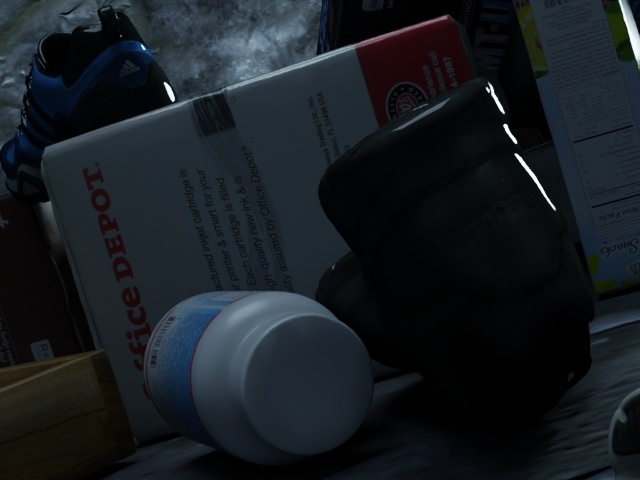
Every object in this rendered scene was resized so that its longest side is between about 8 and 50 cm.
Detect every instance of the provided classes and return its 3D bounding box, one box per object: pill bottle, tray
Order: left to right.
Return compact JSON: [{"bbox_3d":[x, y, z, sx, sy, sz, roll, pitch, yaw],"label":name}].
[{"bbox_3d":[-0.324,0.156,0.891,0.411,0.076,0.203,-12,6,45],"label":"tray"},{"bbox_3d":[-0.032,0.069,0.708,0.087,0.087,0.160,-19,5,-20],"label":"pill bottle"}]

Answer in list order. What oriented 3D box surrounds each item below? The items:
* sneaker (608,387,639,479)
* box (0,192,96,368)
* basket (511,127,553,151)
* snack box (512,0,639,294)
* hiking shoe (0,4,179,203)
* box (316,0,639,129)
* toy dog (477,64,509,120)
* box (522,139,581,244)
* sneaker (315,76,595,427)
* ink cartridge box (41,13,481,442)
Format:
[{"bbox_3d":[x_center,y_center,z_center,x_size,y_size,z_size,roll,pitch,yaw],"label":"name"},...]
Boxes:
[{"bbox_3d":[0.164,0.044,0.389,0.170,0.068,0.071,-15,-1,42],"label":"sneaker"},{"bbox_3d":[-0.217,0.020,1.459,0.143,0.191,0.381,-16,3,25],"label":"box"},{"bbox_3d":[0.126,-0.062,1.354,0.227,0.154,0.204,-24,-38,19],"label":"basket"},{"bbox_3d":[0.193,-0.082,0.926,0.070,0.207,0.174,-17,3,17],"label":"snack box"},{"bbox_3d":[-0.197,-0.111,1.152,0.113,0.132,0.304,-23,8,-32],"label":"hiking shoe"},{"bbox_3d":[0.149,-0.189,1.071,0.293,0.073,0.295,-7,-28,-8],"label":"box"},{"bbox_3d":[0.000,0.000,1.085,0.334,0.220,0.161,-12,-33,12],"label":"toy dog"},{"bbox_3d":[0.221,-0.047,1.174,0.101,0.087,0.102,-21,5,-42],"label":"box"},{"bbox_3d":[0.068,0.036,0.661,0.109,0.130,0.286,-32,-17,-3],"label":"sneaker"},{"bbox_3d":[-0.013,-0.007,0.879,0.273,0.197,0.114,-16,3,11],"label":"ink cartridge box"}]
